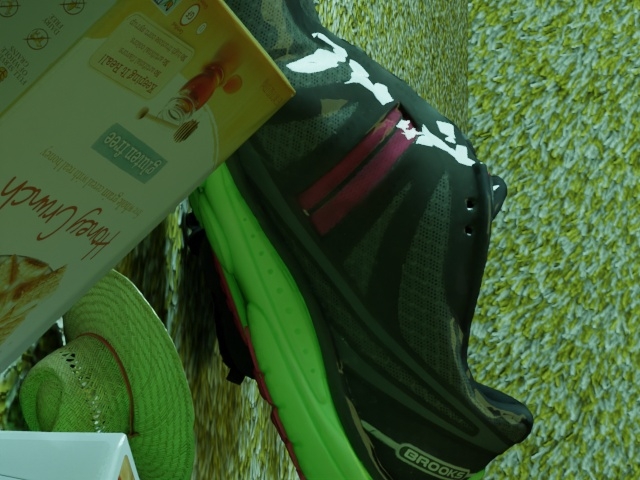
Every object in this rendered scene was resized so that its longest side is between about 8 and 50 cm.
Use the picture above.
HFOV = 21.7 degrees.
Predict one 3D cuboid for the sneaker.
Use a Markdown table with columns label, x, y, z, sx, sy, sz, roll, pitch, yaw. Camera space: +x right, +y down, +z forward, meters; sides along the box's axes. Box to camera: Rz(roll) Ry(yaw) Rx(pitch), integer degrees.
| label | x | y | z | sx | sy | sz | roll | pitch | yaw |
| --- | --- | --- | --- | --- | --- | --- | --- | --- | --- |
| sneaker | 0.014 | -0.045 | 1.126 | 0.185 | 0.202 | 0.483 | -136 | -153 | -74 |

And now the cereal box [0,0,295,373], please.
| label | x | y | z | sx | sy | sz | roll | pitch | yaw |
| --- | --- | --- | --- | --- | --- | --- | --- | --- | --- |
| cereal box | -0.125 | -0.007 | 0.614 | 0.047 | 0.240 | 0.173 | 46 | 2 | 15 |

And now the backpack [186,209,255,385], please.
| label | x | y | z | sx | sy | sz | roll | pitch | yaw |
| --- | --- | --- | --- | --- | --- | --- | --- | --- | --- |
| backpack | -0.029 | 0.011 | 1.305 | 0.182 | 0.115 | 0.152 | -71 | 155 | -66 |

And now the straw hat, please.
| label | x | y | z | sx | sy | sz | roll | pitch | yaw |
| --- | --- | --- | --- | --- | --- | --- | --- | --- | --- |
| straw hat | -0.131 | 0.086 | 0.915 | 0.061 | 0.144 | 0.144 | -24 | 121 | -32 |

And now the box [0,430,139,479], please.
| label | x | y | z | sx | sy | sz | roll | pitch | yaw |
| --- | --- | --- | --- | --- | --- | --- | --- | --- | --- |
| box | -0.140 | 0.251 | 0.716 | 0.231 | 0.126 | 0.262 | -81 | 166 | -48 |

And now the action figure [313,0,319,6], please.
| label | x | y | z | sx | sy | sz | roll | pitch | yaw |
| --- | --- | --- | --- | --- | --- | --- | --- | --- | --- |
| action figure | -0.050 | -0.171 | 1.267 | 0.285 | 0.099 | 0.185 | 82 | 8 | -45 |
